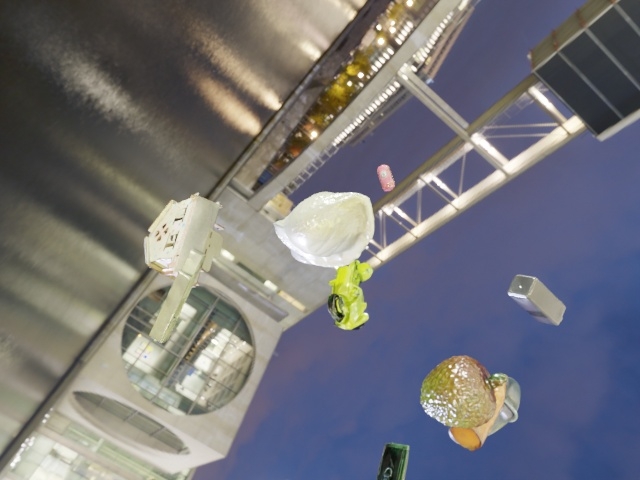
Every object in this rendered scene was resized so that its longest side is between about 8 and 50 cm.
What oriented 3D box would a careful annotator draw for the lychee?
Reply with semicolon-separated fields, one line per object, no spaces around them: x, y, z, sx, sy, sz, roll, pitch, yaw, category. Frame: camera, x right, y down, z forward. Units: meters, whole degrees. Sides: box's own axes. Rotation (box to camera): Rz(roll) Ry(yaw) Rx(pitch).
0.231;0.244;0.700;0.147;0.114;0.114;-28;-156;30;lychee

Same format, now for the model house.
-0.490;0.011;1.512;0.245;0.169;0.325;-9;-121;32;model house

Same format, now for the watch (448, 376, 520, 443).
0.437;0.449;1.137;0.193;0.068;0.206;-33;167;-37;watch

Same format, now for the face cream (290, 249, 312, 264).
0.000;0.000;1.434;0.206;0.206;0.111;-82;170;-65;face cream

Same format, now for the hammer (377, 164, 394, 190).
0.191;-0.184;1.258;0.043;0.043;0.083;-41;-131;43;hammer

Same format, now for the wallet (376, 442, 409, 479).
0.257;0.867;1.576;0.160;0.055;0.235;-42;-153;59;wallet

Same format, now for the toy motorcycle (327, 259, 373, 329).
0.110;0.201;1.598;0.143;0.206;0.342;-8;-148;21;toy motorcycle

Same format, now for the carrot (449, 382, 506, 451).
0.381;0.386;0.994;0.205;0.072;0.072;-33;179;-36;carrot

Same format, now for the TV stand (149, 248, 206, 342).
-0.347;0.137;1.046;0.249;0.036;0.042;-63;173;8;TV stand

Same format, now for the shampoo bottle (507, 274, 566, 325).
0.718;0.204;1.411;0.080;0.246;0.079;9;-113;60;shampoo bottle

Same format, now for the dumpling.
0.017;-0.018;0.868;0.216;0.166;0.126;-34;-155;13;dumpling
